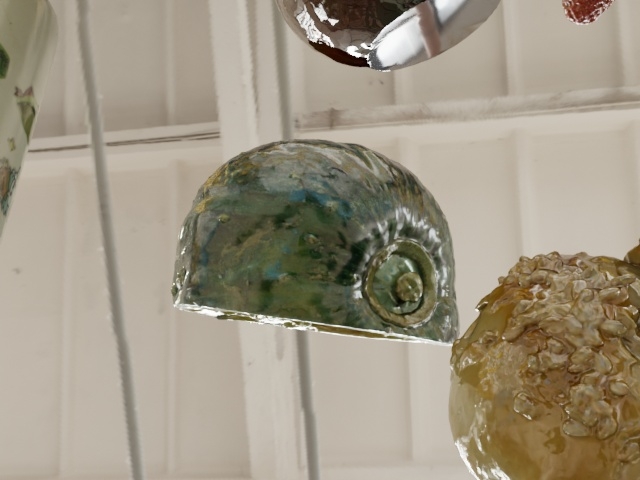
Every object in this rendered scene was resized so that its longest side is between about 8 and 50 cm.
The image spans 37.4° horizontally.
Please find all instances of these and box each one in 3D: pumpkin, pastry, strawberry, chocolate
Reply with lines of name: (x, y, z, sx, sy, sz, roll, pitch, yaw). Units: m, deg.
pumpkin: (0.000, 0.000, 0.996, 0.293, 0.263, 0.197, 14, -102, -31)
pastry: (0.264, 0.114, 0.740, 0.315, 0.284, 0.184, 9, -43, 1)
strawberry: (0.273, -0.261, 0.956, 0.073, 0.073, 0.083, 23, -50, 6)
chocolate: (0.032, -0.193, 0.571, 0.176, 0.177, 0.177, 1, -84, 9)

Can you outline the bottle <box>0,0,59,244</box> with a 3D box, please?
bottle: (-0.224, -0.032, 0.503, 0.120, 0.120, 0.253, 3, -118, 8)
